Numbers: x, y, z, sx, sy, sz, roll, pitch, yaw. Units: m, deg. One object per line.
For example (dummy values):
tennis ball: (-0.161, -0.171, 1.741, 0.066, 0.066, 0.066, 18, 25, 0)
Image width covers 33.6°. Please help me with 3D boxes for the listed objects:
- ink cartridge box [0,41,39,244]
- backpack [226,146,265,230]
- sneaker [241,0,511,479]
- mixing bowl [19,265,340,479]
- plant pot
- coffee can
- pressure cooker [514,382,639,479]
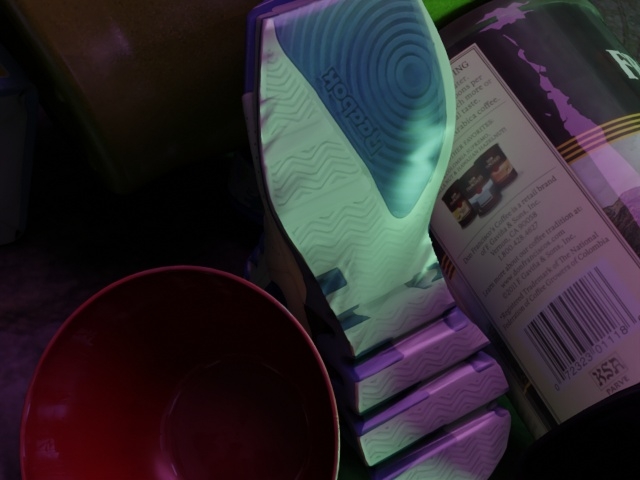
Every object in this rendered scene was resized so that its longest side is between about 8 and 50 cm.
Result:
ink cartridge box: (-0.409, -0.142, 0.719, 0.270, 0.151, 0.395, -18, 51, -39)
backpack: (-0.021, -0.049, 0.836, 0.105, 0.084, 0.114, 23, 34, 2)
sneaker: (0.000, 0.001, 0.660, 0.127, 0.316, 0.182, -21, 18, -24)
mixing bowl: (-0.064, 0.109, 0.591, 0.181, 0.181, 0.098, 36, 3, 18)
plant pot: (-0.059, -0.218, 0.733, 0.353, 0.366, 0.366, -35, 60, -13)
coffee can: (0.173, 0.002, 0.694, 0.201, 0.201, 0.275, -10, 56, -34)
pressure cooker: (0.164, 0.267, 0.311, 0.420, 0.370, 0.375, -18, 24, -42)
